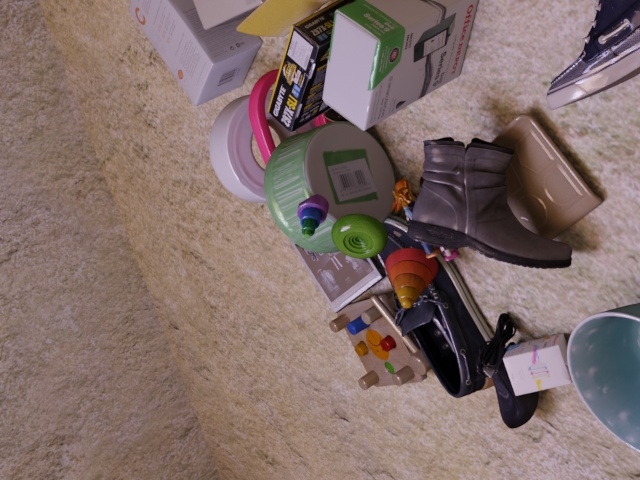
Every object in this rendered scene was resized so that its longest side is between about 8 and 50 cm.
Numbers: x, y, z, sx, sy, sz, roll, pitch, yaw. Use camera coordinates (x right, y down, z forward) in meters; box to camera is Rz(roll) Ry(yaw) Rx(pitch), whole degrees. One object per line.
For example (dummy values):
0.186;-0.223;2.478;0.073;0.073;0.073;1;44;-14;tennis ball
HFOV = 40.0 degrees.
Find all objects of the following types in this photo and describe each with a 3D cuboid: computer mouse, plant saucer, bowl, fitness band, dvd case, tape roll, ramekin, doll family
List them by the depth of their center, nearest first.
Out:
0.628;0.232;1.614;0.311;0.163;0.311;36;142;34;bowl
0.022;-0.533;1.723;0.081;0.333;0.333;49;153;-14;plant saucer
0.214;-0.054;1.913;0.163;0.118;0.263;63;-168;-18;doll family
0.443;0.319;2.000;0.072;0.188;0.272;-1;125;35;computer mouse
0.033;-0.132;2.070;0.148;0.303;0.303;-22;97;53;ramekin
-0.069;-0.281;2.170;0.054;0.209;0.290;8;122;55;fitness band
-0.136;-0.238;2.240;0.100;0.286;0.286;0;116;57;tape roll
0.044;0.049;2.364;0.179;0.029;0.238;-39;76;26;dvd case

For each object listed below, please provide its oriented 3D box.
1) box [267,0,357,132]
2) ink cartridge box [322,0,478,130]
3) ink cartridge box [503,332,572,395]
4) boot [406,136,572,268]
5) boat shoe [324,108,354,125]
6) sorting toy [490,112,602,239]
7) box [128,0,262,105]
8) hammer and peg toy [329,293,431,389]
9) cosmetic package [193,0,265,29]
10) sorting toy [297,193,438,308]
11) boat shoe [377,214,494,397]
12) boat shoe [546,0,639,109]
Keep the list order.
0.052;-0.386;1.783;0.079;0.322;0.257;44;148;15;box
0.155;-0.372;1.677;0.121;0.289;0.211;40;145;26;ink cartridge box
0.480;0.263;1.889;0.143;0.092;0.090;-18;95;24;ink cartridge box
0.348;-0.076;1.712;0.118;0.338;0.222;-85;8;-83;boot
0.063;-0.304;2.113;0.133;0.049;0.042;20;136;39;boat shoe
0.410;-0.101;1.784;0.229;0.041;0.307;51;149;7;sorting toy
-0.342;-0.577;2.367;0.345;0.168;0.215;55;150;8;box
0.185;0.259;2.347;0.266;0.127;0.361;63;150;-1;hammer and peg toy
-0.176;-0.612;2.105;0.296;0.153;0.129;-2;112;55;cosmetic package
0.099;0.039;1.924;0.365;0.126;0.127;32;132;-19;sorting toy
0.256;0.157;2.124;0.500;0.156;0.187;58;152;7;boat shoe
0.475;-0.341;1.406;0.340;0.127;0.158;-28;85;52;boat shoe
